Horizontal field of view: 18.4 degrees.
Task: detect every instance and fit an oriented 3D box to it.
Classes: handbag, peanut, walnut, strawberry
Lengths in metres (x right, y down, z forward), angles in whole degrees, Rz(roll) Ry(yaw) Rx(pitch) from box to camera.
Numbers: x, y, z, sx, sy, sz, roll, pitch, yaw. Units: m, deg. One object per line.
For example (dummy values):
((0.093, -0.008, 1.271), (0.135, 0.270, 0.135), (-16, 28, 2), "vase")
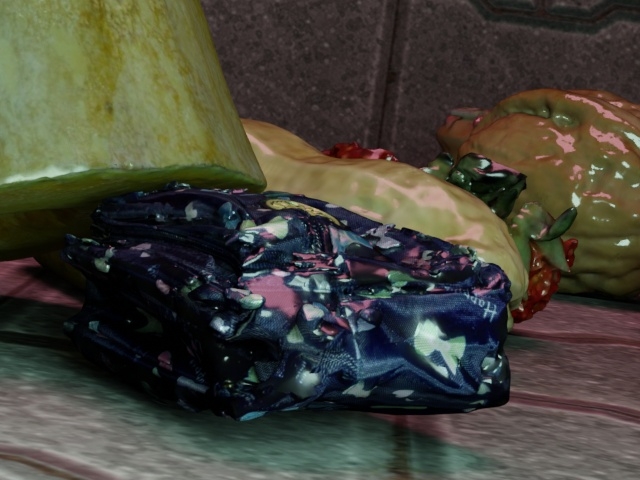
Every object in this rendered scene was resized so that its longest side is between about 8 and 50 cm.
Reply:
((-0.028, 0.031, 0.971), (0.162, 0.113, 0.260), (-2, 9, -30), "handbag")
((0.000, 0.000, 1.255), (0.290, 0.130, 0.130), (19, 11, 35), "peanut")
((0.231, -0.044, 1.759), (0.245, 0.198, 0.198), (23, 12, 32), "walnut")
((0.065, 0.012, 1.406), (0.188, 0.106, 0.286), (29, -15, -16), "strawberry")

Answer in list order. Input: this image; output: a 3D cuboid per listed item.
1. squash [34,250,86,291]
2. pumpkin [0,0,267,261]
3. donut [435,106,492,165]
((-0.163, 0.002, 1.361), (0.066, 0.066, 0.201), (6, 10, -20), "squash")
((-0.206, -0.093, 1.117), (0.332, 0.199, 0.332), (-6, -6, -1), "pumpkin")
((0.312, -0.078, 2.429), (0.371, 0.150, 0.307), (6, 5, -17), "donut")
